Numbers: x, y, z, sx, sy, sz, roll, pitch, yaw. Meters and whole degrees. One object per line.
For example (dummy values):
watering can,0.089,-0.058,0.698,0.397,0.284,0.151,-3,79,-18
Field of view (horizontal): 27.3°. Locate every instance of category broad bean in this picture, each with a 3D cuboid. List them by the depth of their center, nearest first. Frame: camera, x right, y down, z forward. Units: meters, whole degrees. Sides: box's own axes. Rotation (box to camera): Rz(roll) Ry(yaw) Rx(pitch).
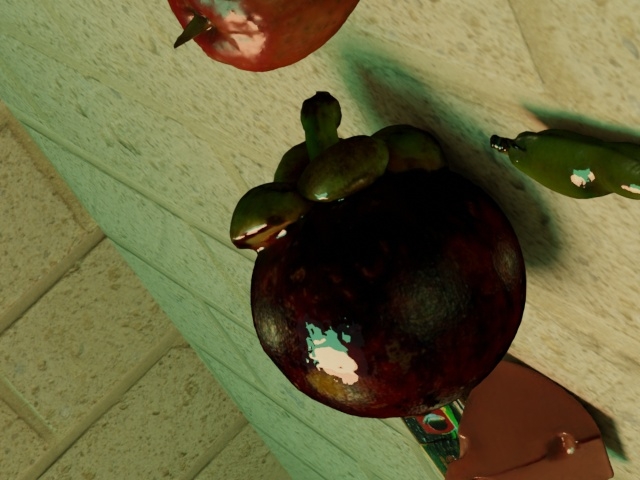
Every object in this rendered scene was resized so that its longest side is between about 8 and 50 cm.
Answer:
broad bean,0.231,-0.060,1.108,0.213,0.048,0.070,26,155,42

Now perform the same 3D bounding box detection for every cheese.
cheese,0.270,0.258,1.647,0.177,0.203,0.128,2,141,25

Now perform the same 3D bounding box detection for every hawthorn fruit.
hawthorn fruit,-0.061,-0.225,1.150,0.179,0.200,0.179,35,160,15

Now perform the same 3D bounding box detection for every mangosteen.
mangosteen,0.063,0.033,1.361,0.311,0.311,0.311,41,164,14

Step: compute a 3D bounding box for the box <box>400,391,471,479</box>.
box,0.170,0.221,1.835,0.240,0.071,0.159,54,147,-5
